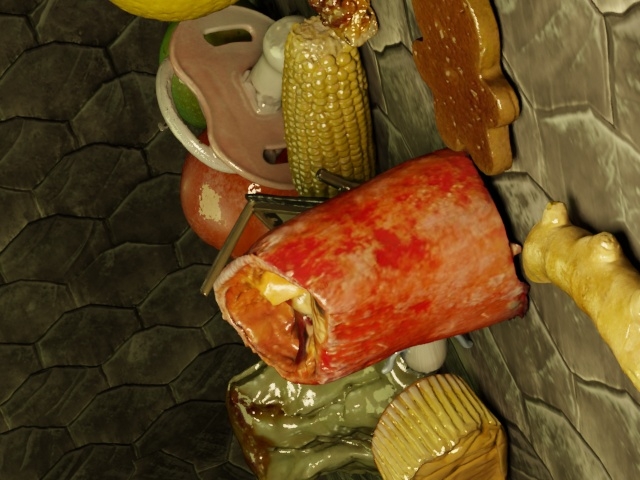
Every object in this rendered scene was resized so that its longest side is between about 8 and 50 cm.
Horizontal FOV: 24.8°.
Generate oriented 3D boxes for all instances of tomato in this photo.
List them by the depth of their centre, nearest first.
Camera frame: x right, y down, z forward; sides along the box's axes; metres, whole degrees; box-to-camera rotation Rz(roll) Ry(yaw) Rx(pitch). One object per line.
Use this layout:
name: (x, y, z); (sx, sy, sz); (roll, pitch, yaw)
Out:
tomato: (-0.095, -0.096, 2.357); (0.265, 0.264, 0.265); (159, 90, -81)

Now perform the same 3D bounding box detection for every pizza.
pizza: (0.008, -0.333, 1.780); (0.194, 0.069, 0.154); (75, 170, -45)

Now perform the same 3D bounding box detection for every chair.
chair: (0.000, 0.000, 1.855); (0.188, 0.272, 0.166); (6, 150, 45)

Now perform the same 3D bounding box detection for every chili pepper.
chili pepper: (0.065, 0.048, 1.619); (0.229, 0.305, 0.251); (63, 161, -3)

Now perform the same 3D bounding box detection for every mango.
mango: (-0.173, -0.291, 2.501); (0.382, 0.201, 0.225); (106, 167, -78)

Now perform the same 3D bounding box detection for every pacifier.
pacifier: (-0.086, -0.230, 2.169); (0.332, 0.273, 0.220); (64, -163, 17)

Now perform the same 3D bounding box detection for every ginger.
ginger: (0.247, 0.047, 1.261); (0.299, 0.065, 0.118); (-134, 37, -65)

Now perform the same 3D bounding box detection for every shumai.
shumai: (0.019, 0.268, 2.324); (0.397, 0.323, 0.324); (88, 160, -67)

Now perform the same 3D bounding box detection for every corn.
corn: (0.012, -0.162, 1.995); (0.347, 0.130, 0.130); (86, 161, -50)

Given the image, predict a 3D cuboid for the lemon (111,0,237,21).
lemon: (-0.214, -0.469, 2.022); (0.336, 0.336, 0.336); (159, 90, -81)

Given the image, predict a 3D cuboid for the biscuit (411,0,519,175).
biscuit: (0.142, -0.179, 1.433); (0.180, 0.039, 0.236); (47, 157, 51)

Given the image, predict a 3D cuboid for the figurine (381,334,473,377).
figurine: (0.121, 0.095, 1.952); (0.208, 0.128, 0.184); (-128, 21, -76)

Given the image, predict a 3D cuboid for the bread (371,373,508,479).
bread: (0.163, 0.288, 1.977); (0.133, 0.179, 0.250); (51, 173, 36)
